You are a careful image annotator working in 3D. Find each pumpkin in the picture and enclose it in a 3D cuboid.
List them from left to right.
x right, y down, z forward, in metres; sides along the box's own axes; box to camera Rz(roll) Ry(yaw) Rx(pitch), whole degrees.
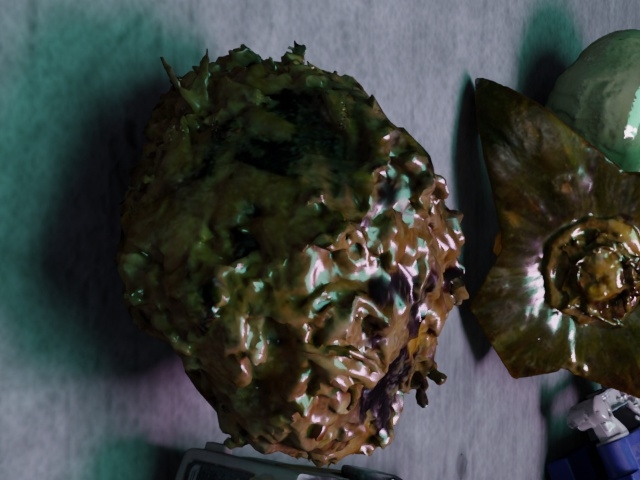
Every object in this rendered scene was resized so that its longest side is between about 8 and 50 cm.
[{"bbox_3d":[0.251,0.012,1.146,0.095,0.290,0.258,-84,-172,-79],"label":"pumpkin"}]

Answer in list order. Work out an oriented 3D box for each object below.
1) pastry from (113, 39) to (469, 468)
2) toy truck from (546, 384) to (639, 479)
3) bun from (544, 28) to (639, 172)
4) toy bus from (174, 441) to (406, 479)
[{"bbox_3d":[0.000,0.000,0.752,0.275,0.193,0.275,43,25,-26],"label":"pastry"},{"bbox_3d":[0.332,0.235,1.331,0.213,0.161,0.177,-11,76,-54],"label":"toy truck"},{"bbox_3d":[0.293,-0.122,1.265,0.195,0.118,0.195,-30,126,-53],"label":"bun"},{"bbox_3d":[0.030,0.208,0.885,0.342,0.138,0.097,23,79,-54],"label":"toy bus"}]
